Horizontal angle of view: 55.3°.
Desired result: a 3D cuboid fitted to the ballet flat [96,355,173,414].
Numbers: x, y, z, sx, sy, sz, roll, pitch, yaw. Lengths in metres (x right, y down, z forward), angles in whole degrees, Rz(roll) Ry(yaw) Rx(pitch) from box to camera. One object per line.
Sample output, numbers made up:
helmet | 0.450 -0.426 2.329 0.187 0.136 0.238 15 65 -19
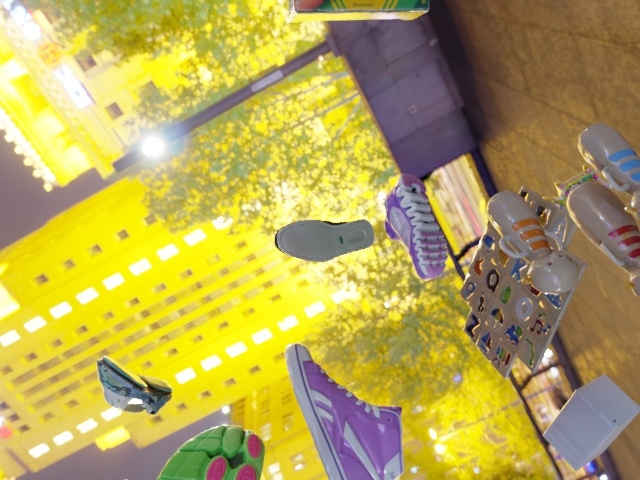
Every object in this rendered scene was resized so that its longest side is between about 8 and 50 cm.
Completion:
ballet flat | -0.291 0.231 0.932 0.070 0.070 0.188 66 -174 32

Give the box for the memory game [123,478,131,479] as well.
memory game | -0.371 0.571 1.215 0.186 0.012 0.186 43 -148 -36

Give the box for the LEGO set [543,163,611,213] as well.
LEGO set | 0.642 -0.075 1.538 0.132 0.287 0.107 30 -163 -27

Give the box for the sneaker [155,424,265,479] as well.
sneaker | -0.263 0.570 1.146 0.185 0.482 0.202 27 149 5

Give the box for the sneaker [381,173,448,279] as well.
sneaker | 0.191 -0.019 1.300 0.095 0.104 0.236 8 -121 -42

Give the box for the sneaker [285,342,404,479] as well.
sneaker | 0.049 0.286 1.049 0.102 0.161 0.282 81 165 -67

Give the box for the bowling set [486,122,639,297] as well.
bowling set | 0.327 -0.045 0.589 0.199 0.287 0.154 103 154 -46

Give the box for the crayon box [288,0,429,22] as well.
crayon box | 0.049 -0.487 0.877 0.081 0.202 0.318 -133 39 -76

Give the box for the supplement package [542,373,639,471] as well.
supplement package | 0.591 0.399 1.338 0.105 0.105 0.179 50 143 35

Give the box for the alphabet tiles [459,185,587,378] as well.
alphabet tiles | 0.381 0.080 1.196 0.285 0.011 0.342 -123 45 -59

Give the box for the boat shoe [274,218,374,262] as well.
boat shoe | 0.000 0.000 1.193 0.233 0.079 0.084 -5 -90 -41
